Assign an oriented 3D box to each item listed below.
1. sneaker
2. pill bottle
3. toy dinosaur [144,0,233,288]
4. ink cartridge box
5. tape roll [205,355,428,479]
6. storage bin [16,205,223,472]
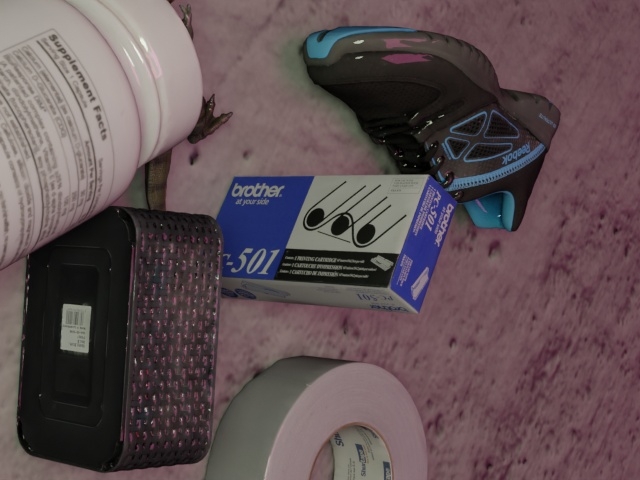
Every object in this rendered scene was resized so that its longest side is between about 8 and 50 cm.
[{"bbox_3d":[0.111,-0.102,1.177,0.341,0.125,0.140,18,83,-45],"label":"sneaker"},{"bbox_3d":[-0.216,-0.064,0.788,0.283,0.160,0.160,-36,117,-42],"label":"pill bottle"},{"bbox_3d":[-0.113,-0.107,0.959,0.118,0.064,0.268,-71,162,-57],"label":"toy dinosaur"},{"bbox_3d":[0.000,0.000,0.994,0.046,0.207,0.097,40,63,-41],"label":"ink cartridge box"},{"bbox_3d":[0.001,0.212,1.106,0.219,0.072,0.219,-2,92,-47],"label":"tape roll"},{"bbox_3d":[-0.144,0.067,0.901,0.084,0.122,0.180,4,89,-48],"label":"storage bin"}]
